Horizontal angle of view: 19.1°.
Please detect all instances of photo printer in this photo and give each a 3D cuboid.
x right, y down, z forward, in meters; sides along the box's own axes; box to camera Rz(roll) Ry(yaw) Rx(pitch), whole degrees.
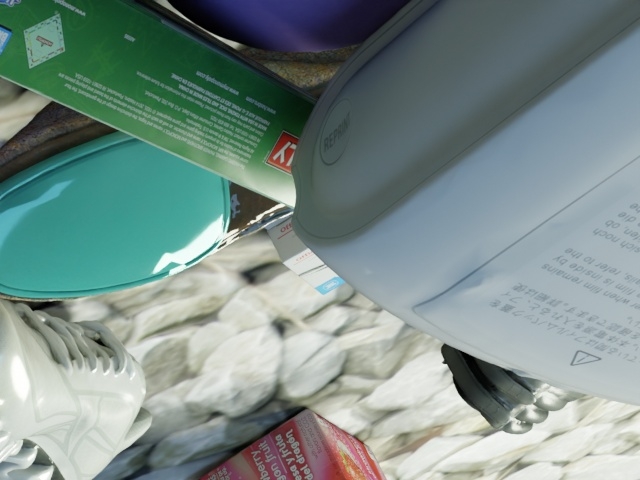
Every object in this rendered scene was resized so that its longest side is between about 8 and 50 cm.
[{"bbox_3d":[0.158,-0.042,0.712,0.256,0.107,0.307,21,140,-30],"label":"photo printer"}]

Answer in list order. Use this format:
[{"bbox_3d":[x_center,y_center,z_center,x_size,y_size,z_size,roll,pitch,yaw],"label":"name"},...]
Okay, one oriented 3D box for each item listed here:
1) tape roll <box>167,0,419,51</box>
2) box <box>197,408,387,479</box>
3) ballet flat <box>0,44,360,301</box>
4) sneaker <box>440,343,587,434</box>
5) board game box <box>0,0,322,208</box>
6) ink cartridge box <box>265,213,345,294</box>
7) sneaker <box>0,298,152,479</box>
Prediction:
[{"bbox_3d":[-0.007,-0.174,0.744,0.189,0.189,0.080,-30,151,8],"label":"tape roll"},{"bbox_3d":[0.019,0.272,1.432,0.123,0.257,0.128,-33,151,9],"label":"box"},{"bbox_3d":[-0.060,-0.051,0.987,0.316,0.106,0.107,-15,126,-25],"label":"ballet flat"},{"bbox_3d":[0.152,0.062,1.346,0.147,0.104,0.296,-33,155,3],"label":"sneaker"},{"bbox_3d":[-0.121,-0.100,0.756,0.317,0.213,0.046,24,97,-54],"label":"board game box"},{"bbox_3d":[0.000,0.000,1.204,0.048,0.028,0.083,-32,150,11],"label":"ink cartridge box"},{"bbox_3d":[-0.171,0.081,1.139,0.118,0.110,0.292,-29,160,-10],"label":"sneaker"}]
